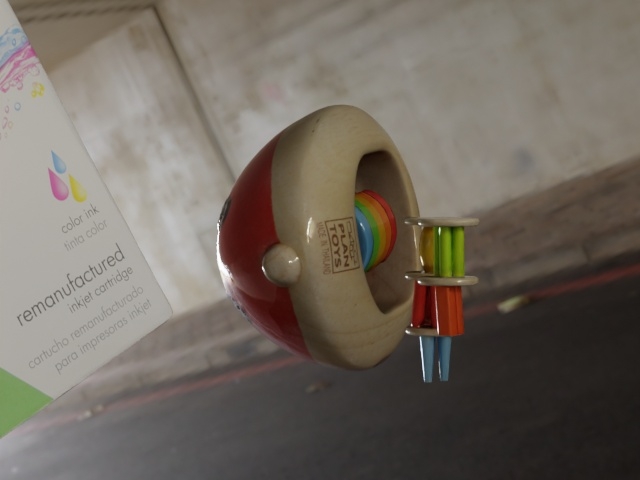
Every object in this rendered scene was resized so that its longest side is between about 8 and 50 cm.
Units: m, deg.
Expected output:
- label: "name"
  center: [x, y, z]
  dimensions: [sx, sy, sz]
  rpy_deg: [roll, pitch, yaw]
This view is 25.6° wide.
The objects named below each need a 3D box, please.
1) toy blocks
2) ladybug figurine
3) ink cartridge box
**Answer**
- label: "toy blocks"
  center: [0.105, 0.054, 1.227]
  dimensions: [0.054, 0.148, 0.123]
  rpy_deg: [-1, 2, -6]
- label: "ladybug figurine"
  center: [0.000, 0.000, 1.628]
  dimensions: [0.161, 0.305, 0.449]
  rpy_deg: [-7, 1, 17]
- label: "ink cartridge box"
  center: [-0.254, -0.058, 0.721]
  dimensions: [0.119, 0.353, 0.207]
  rpy_deg: [-14, 17, 49]
